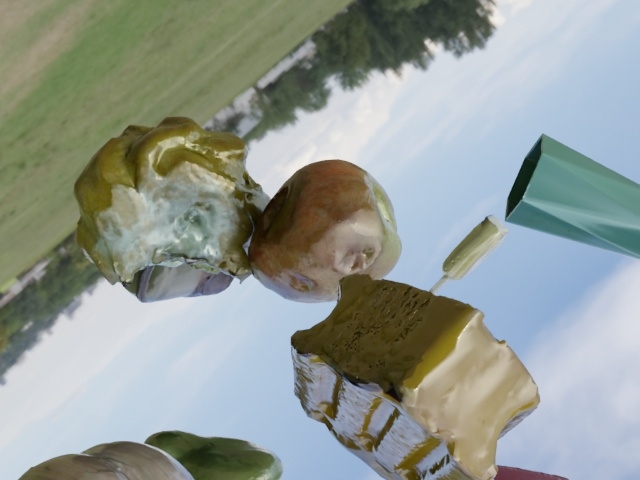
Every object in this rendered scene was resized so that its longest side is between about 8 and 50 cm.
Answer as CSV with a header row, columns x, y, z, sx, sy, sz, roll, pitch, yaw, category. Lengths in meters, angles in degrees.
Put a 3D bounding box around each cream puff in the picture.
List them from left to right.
x,y,z,sx,sy,sz,roll,pitch,yaw,category
-0.247,-0.070,1.334,0.270,0.324,0.274,35,-63,59,cream puff

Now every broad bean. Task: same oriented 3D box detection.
x,y,z,sx,sy,sz,roll,pitch,yaw,category
-0.172,0.350,1.260,0.228,0.100,0.169,9,-174,18,broad bean

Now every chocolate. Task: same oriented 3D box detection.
x,y,z,sx,sy,sz,roll,pitch,yaw,category
-0.303,-0.007,1.583,0.284,0.283,0.186,-33,166,37,chocolate

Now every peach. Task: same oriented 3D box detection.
x,y,z,sx,sy,sz,roll,pitch,yaw,category
0.000,0.000,1.235,0.236,0.214,0.214,-34,-168,15,peach

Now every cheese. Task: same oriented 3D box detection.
x,y,z,sx,sy,sz,roll,pitch,yaw,category
0.259,0.052,1.573,0.255,0.050,0.127,-48,166,25,cheese

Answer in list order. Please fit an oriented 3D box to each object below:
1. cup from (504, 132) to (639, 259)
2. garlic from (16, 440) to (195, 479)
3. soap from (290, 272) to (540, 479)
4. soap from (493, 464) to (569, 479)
x,y,z,sx,sy,sz,roll,pitch,yaw,category
0.423,-0.058,1.272,0.148,0.236,0.134,103,8,-67,cup
-0.242,0.343,0.834,0.322,0.241,0.321,-164,-90,-82,garlic
0.059,0.110,0.594,0.080,0.160,0.257,-51,167,-19,soap
0.282,0.488,1.466,0.359,0.233,0.128,94,6,-66,soap
